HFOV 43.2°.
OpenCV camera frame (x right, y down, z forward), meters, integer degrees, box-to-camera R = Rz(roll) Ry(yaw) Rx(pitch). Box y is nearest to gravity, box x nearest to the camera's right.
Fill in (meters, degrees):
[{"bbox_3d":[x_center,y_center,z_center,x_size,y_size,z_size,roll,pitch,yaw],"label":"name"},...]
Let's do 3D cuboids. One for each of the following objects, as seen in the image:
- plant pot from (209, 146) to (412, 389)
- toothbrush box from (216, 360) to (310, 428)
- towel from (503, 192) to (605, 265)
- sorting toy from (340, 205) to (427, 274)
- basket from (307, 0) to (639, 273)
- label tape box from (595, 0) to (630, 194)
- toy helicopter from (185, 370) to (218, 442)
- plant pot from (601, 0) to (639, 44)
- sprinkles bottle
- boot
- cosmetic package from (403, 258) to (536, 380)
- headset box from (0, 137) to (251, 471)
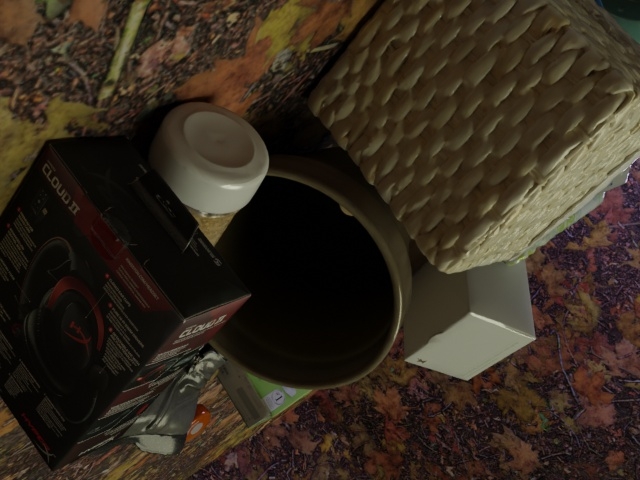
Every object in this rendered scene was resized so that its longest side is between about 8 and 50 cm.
[{"bbox_3d":[0.000,0.000,1.139,0.323,0.323,0.280,-49,179,35],"label":"plant pot"},{"bbox_3d":[-0.085,0.248,1.785,0.283,0.206,0.122,-29,174,-39],"label":"toothbrush box"},{"bbox_3d":[0.362,-0.151,1.494,0.374,0.320,0.090,-25,170,-46],"label":"towel"},{"bbox_3d":[0.080,-0.032,1.405,0.255,0.089,0.257,15,137,-27],"label":"sorting toy"},{"bbox_3d":[0.214,-0.175,1.034,0.331,0.328,0.266,-47,160,29],"label":"basket"},{"bbox_3d":[0.409,-0.211,1.301,0.115,0.249,0.347,-16,158,11],"label":"label tape box"},{"bbox_3d":[-0.250,0.228,1.573,0.355,0.140,0.235,-51,157,3],"label":"toy helicopter"},{"bbox_3d":[0.560,-0.384,1.395,0.293,0.293,0.235,-40,151,1],"label":"plant pot"},{"bbox_3d":[-0.187,0.000,0.949,0.121,0.121,0.355,-25,161,-46],"label":"sprinkles bottle"},{"bbox_3d":[-0.327,0.240,1.372,0.338,0.118,0.222,17,100,-51],"label":"boot"},{"bbox_3d":[0.258,0.044,1.487,0.155,0.365,0.197,20,141,-23],"label":"cosmetic package"},{"bbox_3d":[-0.225,0.054,0.813,0.293,0.218,0.110,-48,165,28],"label":"headset box"}]
